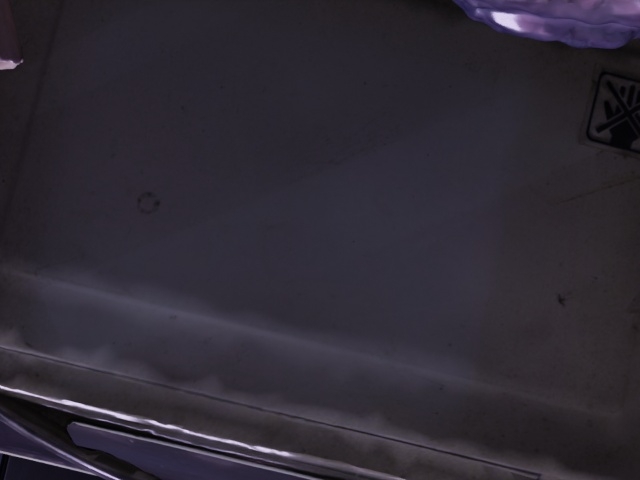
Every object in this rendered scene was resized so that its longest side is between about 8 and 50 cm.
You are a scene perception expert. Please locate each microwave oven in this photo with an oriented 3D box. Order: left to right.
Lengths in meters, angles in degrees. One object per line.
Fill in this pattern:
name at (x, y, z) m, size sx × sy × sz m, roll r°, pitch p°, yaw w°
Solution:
microwave oven at (0.000, 0.000, 1.023) m, size 0.394 × 0.333 × 0.247 m, roll 14°, pitch 169°, yaw -2°

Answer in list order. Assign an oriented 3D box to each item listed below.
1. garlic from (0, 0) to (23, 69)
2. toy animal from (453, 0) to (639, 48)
garlic at (-0.109, -0.154, 0.547) m, size 0.218 × 0.212 × 0.218 m, roll 6°, pitch 170°, yaw 1°
toy animal at (0.112, -0.128, 0.665) m, size 0.298 × 0.122 × 0.185 m, roll -3°, pitch -171°, yaw -30°
